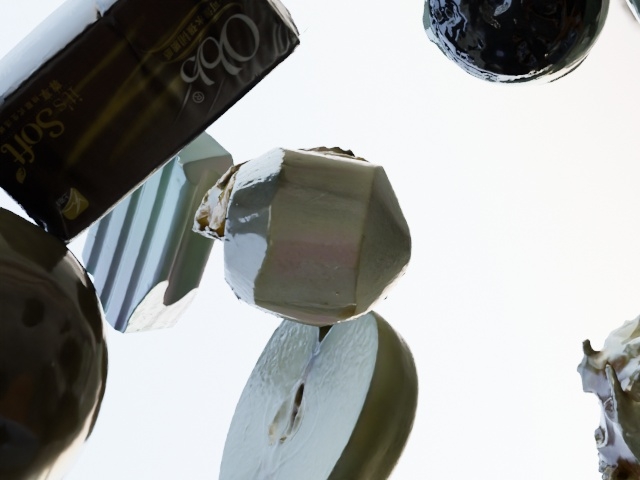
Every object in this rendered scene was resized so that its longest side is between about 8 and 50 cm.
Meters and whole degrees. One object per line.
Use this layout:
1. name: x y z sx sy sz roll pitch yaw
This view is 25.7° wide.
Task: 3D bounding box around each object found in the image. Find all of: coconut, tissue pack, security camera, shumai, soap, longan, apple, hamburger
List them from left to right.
1. longan: -0.376 0.125 1.349 0.361 0.361 0.361 54 -162 -27
2. tissue pack: -0.211 -0.196 1.569 0.198 0.370 0.210 48 -171 -16
3. soap: -0.271 -0.022 2.287 0.115 0.347 0.208 -7 -142 -42
4. apple: -0.017 0.270 2.067 0.360 0.312 0.320 -68 -20 -10
5. hamburger: -0.012 -0.049 2.115 0.330 0.209 0.162 23 -179 -25
6. coconut: 0.000 -0.001 1.679 0.241 0.241 0.241 54 -162 -27
7. security camera: 0.219 -0.223 1.160 0.191 0.277 0.197 -36 -71 -62
8. shumai: 0.422 0.191 1.570 0.267 0.262 0.314 53 -172 26
